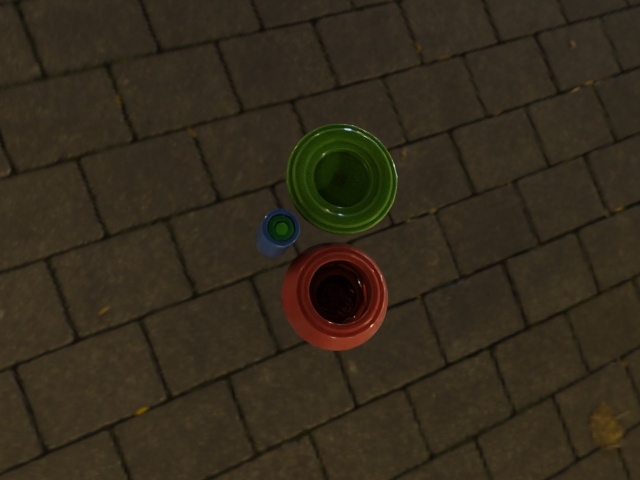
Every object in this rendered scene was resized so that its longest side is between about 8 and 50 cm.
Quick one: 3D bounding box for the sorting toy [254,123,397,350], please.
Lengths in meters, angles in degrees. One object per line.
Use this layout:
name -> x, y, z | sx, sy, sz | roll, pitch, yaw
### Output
sorting toy -> 0.000, 0.000, 0.447 | 0.061, 0.042, 0.102 | 6, 78, -12
